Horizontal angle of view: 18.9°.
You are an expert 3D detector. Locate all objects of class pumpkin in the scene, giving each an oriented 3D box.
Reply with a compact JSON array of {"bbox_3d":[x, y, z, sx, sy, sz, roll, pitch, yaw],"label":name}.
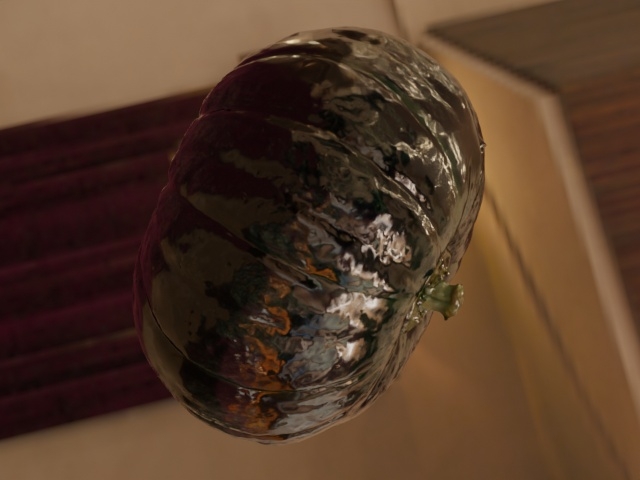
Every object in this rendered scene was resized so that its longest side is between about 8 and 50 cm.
[{"bbox_3d":[0.000,0.000,0.869,0.140,0.202,0.202,31,-19,10],"label":"pumpkin"}]
